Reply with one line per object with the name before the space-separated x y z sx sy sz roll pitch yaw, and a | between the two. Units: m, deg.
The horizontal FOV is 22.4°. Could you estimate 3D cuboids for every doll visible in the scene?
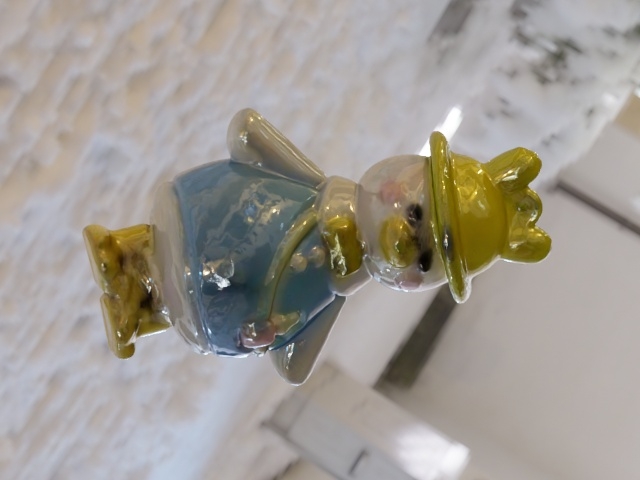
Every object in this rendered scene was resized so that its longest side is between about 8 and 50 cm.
doll | 0.000 0.000 0.850 0.099 0.241 0.135 73 7 -74
